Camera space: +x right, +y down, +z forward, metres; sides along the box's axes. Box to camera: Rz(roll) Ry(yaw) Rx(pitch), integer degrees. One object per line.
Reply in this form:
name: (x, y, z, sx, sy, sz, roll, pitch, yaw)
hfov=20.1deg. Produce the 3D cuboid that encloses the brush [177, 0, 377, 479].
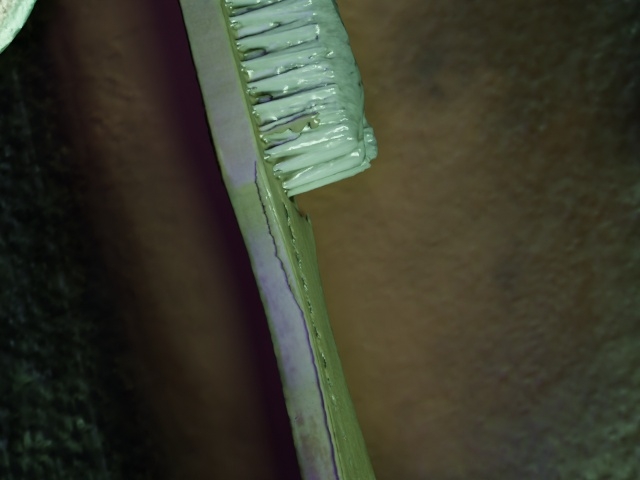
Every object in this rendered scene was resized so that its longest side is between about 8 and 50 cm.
brush: (0.000, 0.000, 0.741, 0.065, 0.070, 0.327, -16, 73, 9)

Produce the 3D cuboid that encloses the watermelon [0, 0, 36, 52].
watermelon: (-0.173, -0.122, 0.840, 0.092, 0.072, 0.084, -9, 91, 17)
